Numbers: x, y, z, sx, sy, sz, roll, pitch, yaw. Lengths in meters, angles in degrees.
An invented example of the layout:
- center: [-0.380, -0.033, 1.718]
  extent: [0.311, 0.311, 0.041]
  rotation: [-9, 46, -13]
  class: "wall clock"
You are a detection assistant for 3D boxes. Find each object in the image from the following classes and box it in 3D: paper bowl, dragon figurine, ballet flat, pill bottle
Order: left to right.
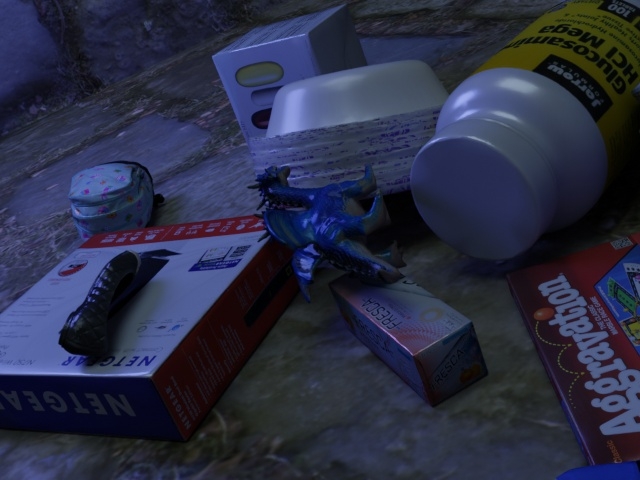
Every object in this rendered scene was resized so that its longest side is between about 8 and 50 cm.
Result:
- center: [-0.220, 0.066, 0.839]
  extent: [0.049, 0.057, 0.173]
  rotation: [22, 31, -4]
  class: "ballet flat"
- center: [0.000, 0.000, 0.785]
  extent: [0.144, 0.085, 0.289]
  rotation: [-20, 31, 5]
  class: "dragon figurine"
- center: [0.051, -0.139, 1.010]
  extent: [0.284, 0.148, 0.284]
  rotation: [-11, 8, 2]
  class: "paper bowl"
- center: [0.244, -0.126, 0.866]
  extent: [0.188, 0.187, 0.334]
  rotation: [4, 35, 43]
  class: "pill bottle"

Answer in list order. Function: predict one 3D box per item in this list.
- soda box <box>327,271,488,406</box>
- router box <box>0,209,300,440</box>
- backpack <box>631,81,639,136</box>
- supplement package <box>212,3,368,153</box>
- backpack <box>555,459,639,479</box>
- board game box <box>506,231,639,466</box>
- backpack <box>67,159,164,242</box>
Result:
- center: [0.076, 0.078, 0.746]
  extent: [0.063, 0.058, 0.183]
  rotation: [-28, 26, -13]
  class: "soda box"
- center: [-0.216, 0.089, 0.927]
  extent: [0.336, 0.082, 0.301]
  rotation: [-5, 29, 31]
  class: "router box"
- center: [0.409, -0.139, 0.779]
  extent: [0.188, 0.144, 0.166]
  rotation: [-14, -18, -46]
  class: "backpack"
- center: [-0.038, -0.271, 1.376]
  extent: [0.203, 0.194, 0.149]
  rotation: [-4, 30, 35]
  class: "supplement package"
- center: [0.191, 0.167, 0.428]
  extent: [0.120, 0.101, 0.098]
  rotation: [-12, 33, 12]
  class: "backpack"
- center: [0.249, 0.081, 0.638]
  extent: [0.145, 0.027, 0.281]
  rotation: [-19, 25, 8]
  class: "board game box"
- center: [-0.339, -0.059, 1.287]
  extent: [0.152, 0.115, 0.182]
  rotation: [-19, 27, -1]
  class: "backpack"
